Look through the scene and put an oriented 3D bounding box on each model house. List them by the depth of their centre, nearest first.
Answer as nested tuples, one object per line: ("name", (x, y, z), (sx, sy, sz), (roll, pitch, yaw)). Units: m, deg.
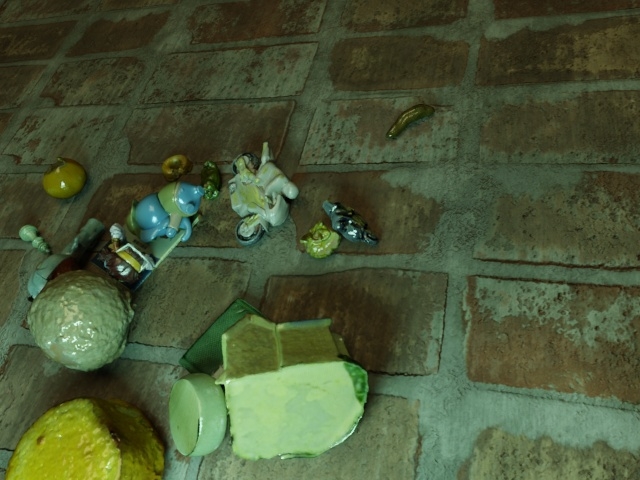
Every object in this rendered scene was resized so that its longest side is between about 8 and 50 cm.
("model house", (-0.079, 0.317, 1.249), (0.321, 0.261, 0.266), (-6, 27, -11))

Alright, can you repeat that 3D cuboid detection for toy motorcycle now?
("toy motorcycle", (0.075, -0.050, 1.500), (0.193, 0.124, 0.061), (48, 121, 32))
("toy motorcycle", (-0.175, -0.154, 1.647), (0.222, 0.108, 0.341), (-20, 60, 14))

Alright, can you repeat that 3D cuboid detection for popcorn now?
("popcorn", (0.002, 0.001, 1.507), (0.109, 0.089, 0.097), (4, 70, 18))

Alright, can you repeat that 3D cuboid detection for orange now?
("orange", (-0.918, -0.226, 1.916), (0.156, 0.134, 0.157), (0, 49, 0))

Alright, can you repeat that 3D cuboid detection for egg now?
("egg", (-0.643, 0.209, 1.456), (0.279, 0.279, 0.310), (-28, 33, -3))

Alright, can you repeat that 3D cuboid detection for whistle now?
("whistle", (-0.790, 0.071, 1.678), (0.133, 0.142, 0.346), (11, 48, 13))

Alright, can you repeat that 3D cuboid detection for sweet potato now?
("sweet potato", (0.276, -0.385, 1.703), (0.182, 0.054, 0.053), (-34, 45, -5))

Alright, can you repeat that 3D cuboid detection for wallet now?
("wallet", (-0.240, 0.274, 1.410), (0.160, 0.055, 0.236), (32, 66, 27))

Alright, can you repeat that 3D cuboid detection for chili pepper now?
("chili pepper", (-0.363, -0.178, 1.748), (0.072, 0.073, 0.204), (-31, 40, 17))

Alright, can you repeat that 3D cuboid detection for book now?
("book", (-0.560, -0.006, 1.723), (0.228, 0.018, 0.322), (26, 67, 30))

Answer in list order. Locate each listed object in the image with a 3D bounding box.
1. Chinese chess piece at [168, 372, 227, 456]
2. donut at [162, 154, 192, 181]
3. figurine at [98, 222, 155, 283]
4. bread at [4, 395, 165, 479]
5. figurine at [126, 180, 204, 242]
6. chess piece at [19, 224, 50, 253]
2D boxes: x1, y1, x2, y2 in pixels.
("Chinese chess piece", (-0.290, 0.409, 1.263), (0.188, 0.083, 0.189), (-6, 82, 51))
("donut", (-0.504, -0.258, 1.865), (0.108, 0.043, 0.097), (-36, 54, -14))
("figurine", (-0.578, 0.052, 1.568), (0.116, 0.175, 0.240), (-42, 24, -9))
("bread", (-0.548, 0.529, 1.242), (0.358, 0.204, 0.337), (32, 66, 34))
("figurine", (-0.477, -0.082, 1.644), (0.262, 0.154, 0.180), (-12, 79, 25))
("chess piece", (-0.961, 0.005, 1.822), (0.149, 0.059, 0.059), (34, 72, 25))
